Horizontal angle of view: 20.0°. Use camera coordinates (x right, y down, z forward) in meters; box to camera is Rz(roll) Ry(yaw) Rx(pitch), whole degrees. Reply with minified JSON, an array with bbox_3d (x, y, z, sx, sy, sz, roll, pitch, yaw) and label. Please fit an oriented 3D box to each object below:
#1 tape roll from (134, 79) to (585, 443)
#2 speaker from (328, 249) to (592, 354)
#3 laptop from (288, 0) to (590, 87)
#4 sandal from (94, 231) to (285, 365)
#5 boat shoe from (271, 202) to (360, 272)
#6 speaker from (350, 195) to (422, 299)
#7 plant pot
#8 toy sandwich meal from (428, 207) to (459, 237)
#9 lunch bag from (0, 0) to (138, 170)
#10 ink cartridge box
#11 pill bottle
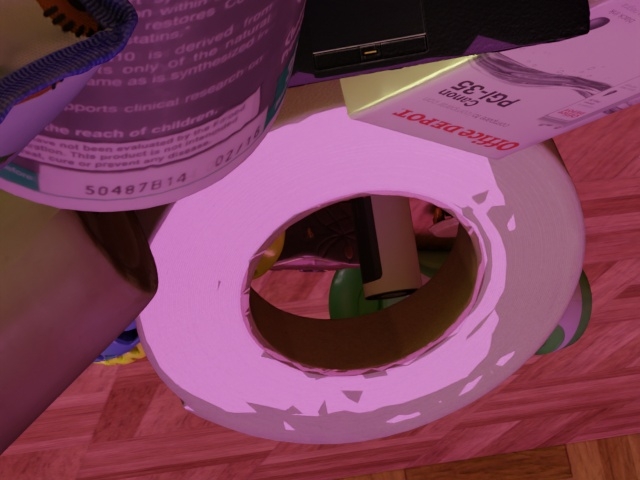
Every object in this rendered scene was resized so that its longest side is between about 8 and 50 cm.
[{"bbox_3d":[0.028,0.017,1.526,0.392,0.072,0.392,-8,132,-9],"label":"tape roll"},{"bbox_3d":[0.159,0.070,2.027,0.296,0.131,0.131,1,160,-35],"label":"speaker"},{"bbox_3d":[0.037,-0.207,0.996,0.234,0.264,0.136,-10,-160,-2],"label":"laptop"},{"bbox_3d":[-0.176,0.020,1.676,0.138,0.126,0.317,7,148,-39],"label":"sandal"},{"bbox_3d":[0.000,0.000,1.811,0.178,0.064,0.060,-2,168,-7],"label":"boat shoe"},{"bbox_3d":[0.057,-0.017,1.645,0.055,0.136,0.055,-8,172,-1],"label":"speaker"},{"bbox_3d":[-0.288,0.032,1.372,0.280,0.323,0.323,-31,161,7],"label":"plant pot"},{"bbox_3d":[0.148,-0.027,1.870,0.085,0.029,0.085,-11,168,-2],"label":"toy sandwich meal"},{"bbox_3d":[-0.323,-0.113,0.718,0.239,0.385,0.328,-45,-172,-38],"label":"lunch bag"},{"bbox_3d":[0.173,-0.166,1.257,0.283,0.117,0.207,-22,160,33],"label":"ink cartridge box"},{"bbox_3d":[-0.093,-0.185,0.799,0.204,0.204,0.361,-7,152,-13],"label":"pill bottle"}]
